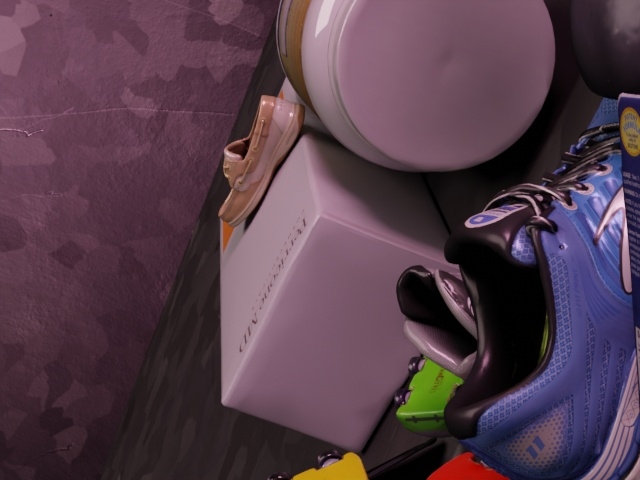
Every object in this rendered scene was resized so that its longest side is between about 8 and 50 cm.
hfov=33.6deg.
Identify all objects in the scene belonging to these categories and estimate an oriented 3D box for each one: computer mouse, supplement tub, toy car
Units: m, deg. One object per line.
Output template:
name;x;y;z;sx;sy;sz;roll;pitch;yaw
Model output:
computer mouse;0.217;-0.192;0.654;0.188;0.072;0.272;-18;31;44
supplement tub;0.083;-0.194;1.039;0.228;0.228;0.316;-65;15;11
toy car;0.081;0.159;0.801;0.239;0.053;0.225;-8;27;29

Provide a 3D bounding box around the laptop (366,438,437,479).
laptop;-0.089;0.395;0.918;0.382;0.236;0.408;133;146;-57

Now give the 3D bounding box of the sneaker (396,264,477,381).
sneaker;0.117;0.032;0.786;0.086;0.132;0.229;-60;17;27

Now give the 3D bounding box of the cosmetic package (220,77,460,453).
cosmetic package;0.000;0.000;1.194;0.230;0.161;0.453;-63;16;20

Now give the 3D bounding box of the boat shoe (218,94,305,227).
boat shoe;-0.078;-0.090;1.160;0.170;0.059;0.063;-57;18;29

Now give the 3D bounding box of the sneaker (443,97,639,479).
sneaker;0.166;-0.008;0.641;0.330;0.147;0.130;-69;15;-17

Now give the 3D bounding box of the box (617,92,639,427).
box;0.183;0.044;0.495;0.136;0.036;0.225;-110;12;-79
